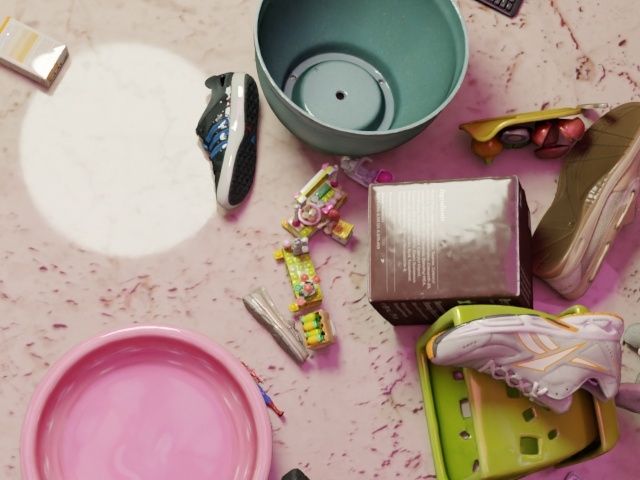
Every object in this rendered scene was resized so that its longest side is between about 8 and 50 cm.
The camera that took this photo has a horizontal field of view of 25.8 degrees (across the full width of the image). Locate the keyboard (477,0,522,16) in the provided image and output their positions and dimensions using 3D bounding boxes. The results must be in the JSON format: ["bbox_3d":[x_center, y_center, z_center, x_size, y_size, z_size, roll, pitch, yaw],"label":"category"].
[{"bbox_3d":[0.281,-0.434,2.113,0.108,0.023,0.180,26,75,3],"label":"keyboard"}]

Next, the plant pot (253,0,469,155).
[{"bbox_3d":[0.041,-0.236,1.947,0.293,0.196,0.293,4,67,-8],"label":"plant pot"}]

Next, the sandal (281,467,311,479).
[{"bbox_3d":[0.040,0.507,1.789,0.107,0.167,0.446,-30,79,7],"label":"sandal"}]

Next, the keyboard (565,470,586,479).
[{"bbox_3d":[0.304,0.439,1.893,0.072,0.014,0.256,34,76,5],"label":"keyboard"}]

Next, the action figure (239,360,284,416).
[{"bbox_3d":[-0.098,0.202,1.922,0.038,0.030,0.115,-40,79,-7],"label":"action figure"}]

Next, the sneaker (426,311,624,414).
[{"bbox_3d":[0.257,0.153,1.697,0.262,0.099,0.121,-1,78,-16],"label":"sneaker"}]

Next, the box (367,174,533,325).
[{"bbox_3d":[0.178,0.017,1.889,0.203,0.168,0.167,-3,74,15],"label":"box"}]

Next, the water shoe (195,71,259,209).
[{"bbox_3d":[-0.137,-0.141,1.997,0.080,0.073,0.203,1,74,24],"label":"water shoe"}]

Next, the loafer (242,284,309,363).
[{"bbox_3d":[-0.055,0.114,1.940,0.039,0.045,0.125,-40,78,-19],"label":"loafer"}]

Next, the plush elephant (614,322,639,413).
[{"bbox_3d":[0.517,0.145,1.882,0.255,0.272,0.330,-38,40,23],"label":"plush elephant"}]

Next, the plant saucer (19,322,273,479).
[{"bbox_3d":[-0.230,0.278,1.865,0.332,0.084,0.332,1,76,-4],"label":"plant saucer"}]

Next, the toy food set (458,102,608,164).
[{"bbox_3d":[0.308,-0.148,1.996,0.218,0.128,0.071,-9,96,-10],"label":"toy food set"}]

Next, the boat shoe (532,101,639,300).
[{"bbox_3d":[0.400,-0.058,1.991,0.098,0.109,0.302,39,73,-33],"label":"boat shoe"}]

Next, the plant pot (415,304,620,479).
[{"bbox_3d":[0.262,0.207,1.847,0.207,0.228,0.227,-6,75,-13],"label":"plant pot"}]

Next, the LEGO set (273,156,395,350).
[{"bbox_3d":[0.000,0.000,1.929,0.132,0.107,0.287,19,70,4],"label":"LEGO set"}]

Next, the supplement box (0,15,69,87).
[{"bbox_3d":[-0.423,-0.273,2.018,0.098,0.036,0.062,28,75,4],"label":"supplement box"}]
